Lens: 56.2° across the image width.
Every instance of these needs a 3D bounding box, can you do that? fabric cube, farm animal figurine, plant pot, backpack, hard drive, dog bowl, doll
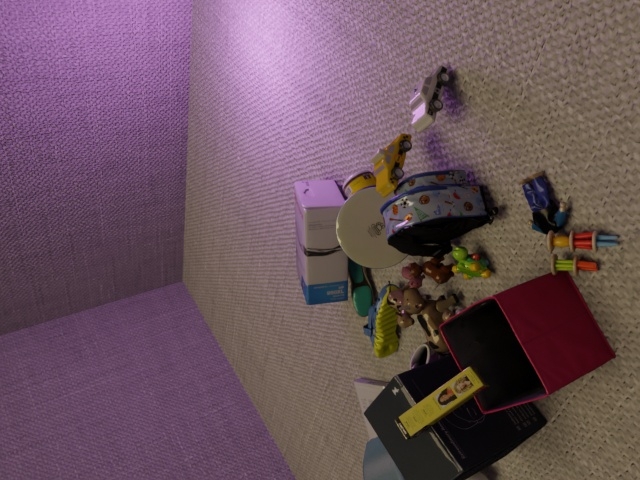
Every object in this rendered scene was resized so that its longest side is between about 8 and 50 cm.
[{"bbox_3d":[0.513,0.252,1.514,0.259,0.258,0.254,64,150,15],"label":"fabric cube"},{"bbox_3d":[0.324,0.216,1.870,0.326,0.172,0.330,56,157,16],"label":"farm animal figurine"},{"bbox_3d":[0.300,0.819,2.174,0.248,0.247,0.252,-47,52,44],"label":"plant pot"},{"bbox_3d":[0.307,-0.080,1.684,0.276,0.264,0.213,-49,56,57],"label":"backpack"},{"bbox_3d":[0.254,0.740,2.423,0.233,0.047,0.352,-14,92,60],"label":"hard drive"},{"bbox_3d":[0.184,-0.045,1.913,0.104,0.265,0.264,-35,-69,-77],"label":"dog bowl"},{"bbox_3d":[0.559,-0.073,1.481,0.129,0.046,0.188,-33,75,61],"label":"doll"}]

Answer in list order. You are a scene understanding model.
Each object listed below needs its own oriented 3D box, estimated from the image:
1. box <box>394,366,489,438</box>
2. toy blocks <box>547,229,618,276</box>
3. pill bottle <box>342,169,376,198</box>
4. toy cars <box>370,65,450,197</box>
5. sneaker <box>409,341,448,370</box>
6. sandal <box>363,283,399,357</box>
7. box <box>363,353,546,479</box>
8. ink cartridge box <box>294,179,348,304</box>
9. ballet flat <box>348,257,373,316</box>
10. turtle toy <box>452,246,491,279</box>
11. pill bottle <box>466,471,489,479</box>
[{"bbox_3d":[0.298,0.399,1.472,0.232,0.087,0.058,-39,63,11],"label":"box"},{"bbox_3d":[0.621,0.031,1.411,0.148,0.054,0.123,1,124,35],"label":"toy blocks"},{"bbox_3d":[0.172,-0.127,2.038,0.214,0.117,0.117,60,148,21],"label":"pill bottle"},{"bbox_3d":[0.237,-0.313,1.677,0.393,0.087,0.176,-62,14,18],"label":"toy cars"},{"bbox_3d":[0.326,0.462,1.941,0.102,0.161,0.281,7,90,34],"label":"sneaker"},{"bbox_3d":[0.219,0.278,2.174,0.138,0.126,0.317,49,142,43],"label":"sandal"},{"bbox_3d":[0.381,0.503,1.700,0.293,0.396,0.212,56,135,29],"label":"box"},{"bbox_3d":[0.000,0.000,2.262,0.285,0.167,0.394,-112,19,-62],"label":"ink cartridge box"},{"bbox_3d":[0.153,0.163,2.270,0.086,0.086,0.248,1,102,60],"label":"ballet flat"},{"bbox_3d":[0.429,0.064,1.721,0.095,0.130,0.066,-11,55,56],"label":"turtle toy"},{"bbox_3d":[0.410,0.713,2.005,0.323,0.182,0.181,47,142,37],"label":"pill bottle"}]
